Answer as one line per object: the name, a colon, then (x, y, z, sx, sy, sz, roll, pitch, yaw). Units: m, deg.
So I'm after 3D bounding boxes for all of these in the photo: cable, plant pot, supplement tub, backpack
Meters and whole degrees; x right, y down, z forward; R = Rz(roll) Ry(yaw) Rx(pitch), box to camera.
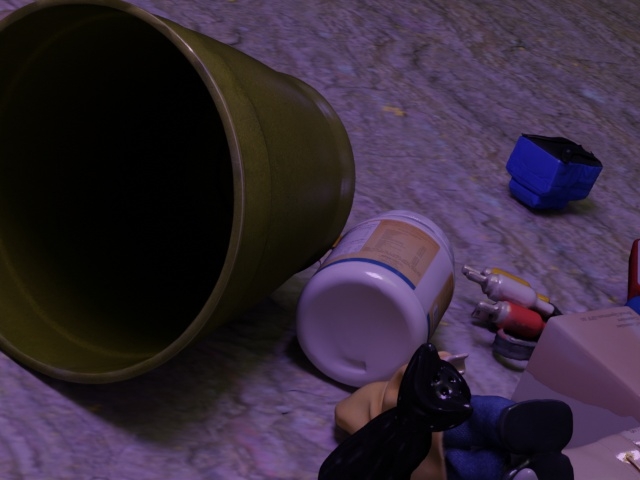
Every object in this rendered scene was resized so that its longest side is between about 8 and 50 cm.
cable: (0.303, 0.104, 1.808, 0.287, 0.072, 0.139, 13, 27, -13)
plant pot: (-0.143, -0.059, 1.568, 0.366, 0.366, 0.353, 33, 19, 23)
supplement tub: (0.066, 0.058, 1.659, 0.144, 0.144, 0.199, 24, 27, 8)
backpack: (0.333, -0.098, 2.162, 0.120, 0.101, 0.098, -3, 37, -43)

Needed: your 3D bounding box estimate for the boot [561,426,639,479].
boot: (0.280, 0.300, 1.415, 0.204, 0.095, 0.262, -6, 58, -16)

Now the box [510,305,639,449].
box: (0.366, 0.210, 1.605, 0.148, 0.121, 0.311, -6, 37, -41)

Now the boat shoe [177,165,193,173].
boat shoe: (-0.227, -0.079, 1.782, 0.233, 0.084, 0.079, 11, 28, -22)

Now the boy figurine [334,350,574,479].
boy figurine: (0.114, 0.192, 1.436, 0.092, 0.177, 0.285, -5, 3, -31)

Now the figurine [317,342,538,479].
figurine: (0.113, 0.216, 1.285, 0.092, 0.209, 0.215, -27, 68, -37)

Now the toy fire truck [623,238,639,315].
toy fire truck: (0.496, 0.098, 1.860, 0.254, 0.169, 0.302, 13, 26, 8)

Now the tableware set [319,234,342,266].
tableware set: (0.000, 0.000, 1.852, 0.154, 0.024, 0.104, 12, 28, -13)
